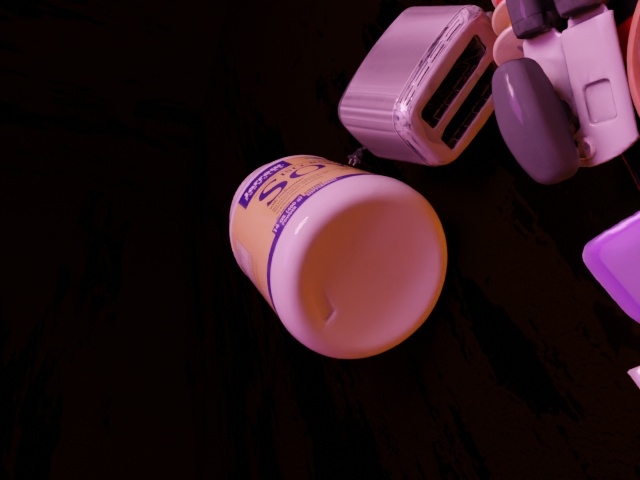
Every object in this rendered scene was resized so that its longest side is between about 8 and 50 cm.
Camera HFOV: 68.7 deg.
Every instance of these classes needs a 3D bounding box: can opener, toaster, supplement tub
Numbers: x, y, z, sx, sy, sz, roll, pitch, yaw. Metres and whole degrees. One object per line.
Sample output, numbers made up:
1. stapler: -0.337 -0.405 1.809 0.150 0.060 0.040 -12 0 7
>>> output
1. can opener: 0.165 -0.186 0.356 0.076 0.095 0.283 -6 104 60
2. toaster: 0.125 -0.184 0.580 0.227 0.129 0.146 -54 32 -2
3. supplement tub: 0.000 0.000 0.704 0.331 0.241 0.240 34 114 61

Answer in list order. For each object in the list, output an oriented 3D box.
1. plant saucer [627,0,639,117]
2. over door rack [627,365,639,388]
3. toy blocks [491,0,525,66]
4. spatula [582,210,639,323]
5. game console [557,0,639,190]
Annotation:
1. plant saucer: 0.282 -0.121 0.254 0.200 0.037 0.199 28 124 51
2. over door rack: 0.311 0.089 0.165 0.324 0.108 0.239 -58 41 41
3. toy blocks: 0.214 -0.215 0.494 0.054 0.123 0.148 -7 53 27
4. spatula: 0.275 -0.040 0.232 0.084 0.030 0.296 60 145 20
5. game console: 0.316 -0.216 0.255 0.386 0.060 0.341 -38 69 57
